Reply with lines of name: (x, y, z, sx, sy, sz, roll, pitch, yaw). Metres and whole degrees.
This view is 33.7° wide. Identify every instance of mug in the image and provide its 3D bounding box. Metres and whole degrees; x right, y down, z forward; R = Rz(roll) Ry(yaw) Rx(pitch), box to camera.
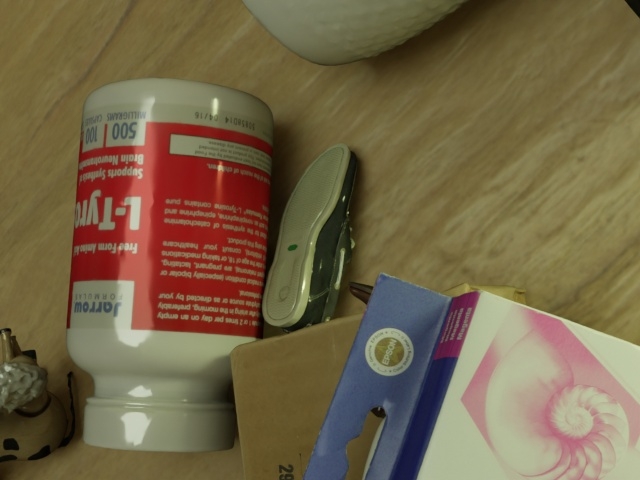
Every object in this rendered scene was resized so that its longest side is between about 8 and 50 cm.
mug: (0.063, -0.388, 1.163, 0.328, 0.276, 0.374, -41, 34, 27)

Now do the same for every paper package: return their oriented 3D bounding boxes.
paper package: (0.080, 0.236, 1.090, 0.309, 0.168, 0.325, -17, 75, 28)

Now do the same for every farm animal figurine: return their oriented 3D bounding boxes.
farm animal figurine: (-0.479, 0.265, 1.391, 0.327, 0.330, 0.172, -15, 70, -2)

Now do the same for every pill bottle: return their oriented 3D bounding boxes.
pill bottle: (-0.176, 0.034, 1.235, 0.229, 0.229, 0.407, -2, 81, 30)

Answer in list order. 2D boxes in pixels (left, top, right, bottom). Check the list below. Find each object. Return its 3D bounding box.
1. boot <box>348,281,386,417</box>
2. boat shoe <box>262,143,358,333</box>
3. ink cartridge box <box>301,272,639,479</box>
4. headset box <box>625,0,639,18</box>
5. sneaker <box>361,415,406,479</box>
boot: (0.051, 0.107, 1.011, 0.106, 0.037, 0.114, 28, 101, 33)
boat shoe: (0.000, 0.000, 1.233, 0.084, 0.079, 0.233, -3, 66, 48)
ink cartridge box: (0.150, 0.217, 0.879, 0.330, 0.071, 0.324, 19, 76, 7)
headset box: (0.356, -0.322, 0.965, 0.131, 0.246, 0.283, -2, 81, 31)
sneaker: (0.096, 0.270, 0.941, 0.121, 0.079, 0.217, 7, 86, 21)
